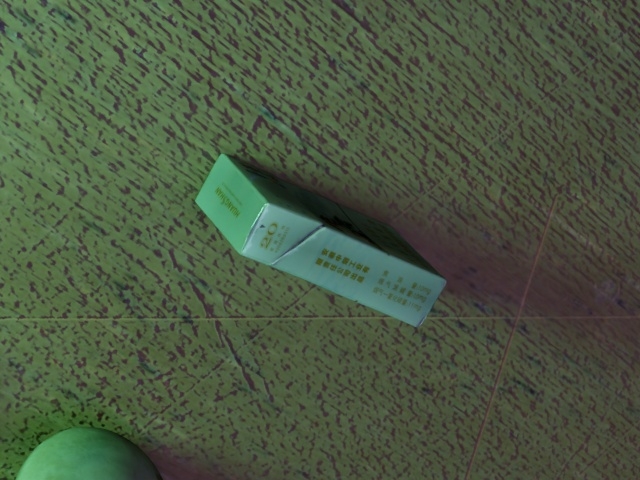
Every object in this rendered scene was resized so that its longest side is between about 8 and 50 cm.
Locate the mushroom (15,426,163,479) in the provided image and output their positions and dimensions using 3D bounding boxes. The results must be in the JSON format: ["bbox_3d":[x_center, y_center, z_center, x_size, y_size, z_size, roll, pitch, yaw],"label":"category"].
[{"bbox_3d":[-0.269,0.304,1.748,0.215,0.207,0.207,-15,124,21],"label":"mushroom"}]

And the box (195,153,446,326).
[{"bbox_3d":[-0.001,0.000,1.723,0.233,0.149,0.067,23,100,-30],"label":"box"}]
